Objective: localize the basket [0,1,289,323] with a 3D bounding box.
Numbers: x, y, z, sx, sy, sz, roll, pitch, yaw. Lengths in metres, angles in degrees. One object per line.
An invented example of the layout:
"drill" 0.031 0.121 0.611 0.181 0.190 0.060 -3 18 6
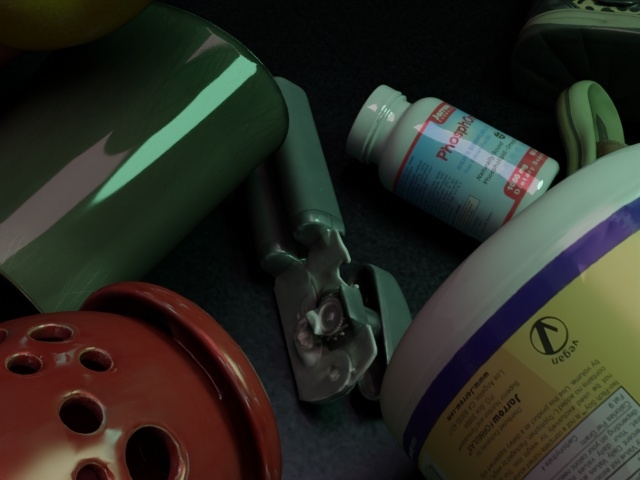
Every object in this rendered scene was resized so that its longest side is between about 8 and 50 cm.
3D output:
"basket" -0.162 -0.039 0.675 0.204 0.154 0.227 11 50 30

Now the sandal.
"sandal" 0.252 -0.030 0.773 0.086 0.120 0.302 -21 45 24

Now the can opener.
"can opener" 0.000 0.000 0.748 0.095 0.076 0.283 22 40 -39

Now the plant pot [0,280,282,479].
"plant pot" -0.126 0.125 0.520 0.191 0.191 0.174 42 44 20

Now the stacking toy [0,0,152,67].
"stacking toy" -0.197 -0.229 0.613 0.480 0.350 0.350 7 47 20

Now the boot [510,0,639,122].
"boot" 0.385 -0.231 0.958 0.378 0.138 0.284 7 48 9

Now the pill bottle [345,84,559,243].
"pill bottle" 0.105 -0.062 0.796 0.160 0.087 0.087 30 51 11

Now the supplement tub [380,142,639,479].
"supplement tub" 0.216 0.136 0.502 0.241 0.241 0.331 -25 61 -29
